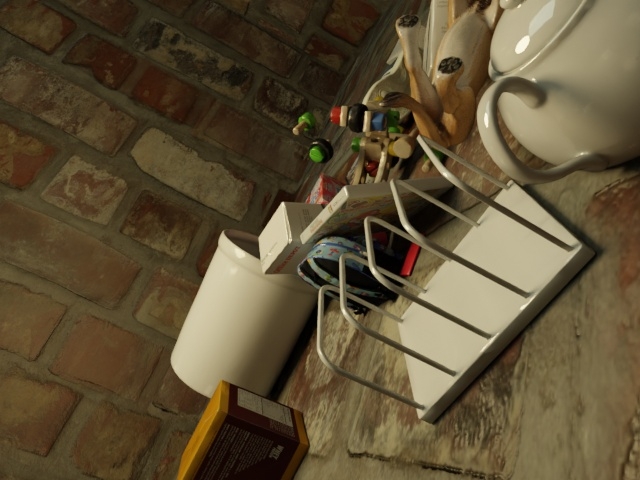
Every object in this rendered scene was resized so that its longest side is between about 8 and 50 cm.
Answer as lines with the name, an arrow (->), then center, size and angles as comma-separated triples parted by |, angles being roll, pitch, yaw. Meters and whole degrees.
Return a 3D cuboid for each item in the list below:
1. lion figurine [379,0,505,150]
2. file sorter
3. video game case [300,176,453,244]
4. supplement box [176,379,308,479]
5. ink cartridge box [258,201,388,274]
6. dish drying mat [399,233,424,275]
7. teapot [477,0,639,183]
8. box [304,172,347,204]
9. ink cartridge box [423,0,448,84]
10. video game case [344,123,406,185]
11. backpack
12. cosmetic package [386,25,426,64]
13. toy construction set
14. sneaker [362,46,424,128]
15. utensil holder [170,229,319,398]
lion figurine -> 0.207, -0.250, 0.642 | 0.392, 0.142, 0.240 | -53, -32, -17
file sorter -> 0.130, 0.040, 0.557 | 0.277, 0.173, 0.193 | -59, 12, 24
video game case -> 0.100, -0.053, 0.830 | 0.206, 0.227, 0.026 | -44, 59, 57
supplement box -> -0.157, 0.426, 0.898 | 0.191, 0.194, 0.129 | -63, 12, 3
ink cartridge box -> 0.000, 0.000, 0.996 | 0.172, 0.237, 0.100 | -48, 48, 52
dish drying mat -> 0.169, 0.027, 0.813 | 0.083, 0.008, 0.032 | -66, 13, -15
teapot -> 0.267, -0.205, 0.462 | 0.252, 0.187, 0.256 | -57, 15, 31
box -> 0.027, -0.098, 1.392 | 0.128, 0.123, 0.257 | -59, 13, 23
ink cartridge box -> 0.251, -0.447, 0.899 | 0.296, 0.066, 0.261 | -38, -49, -78
video game case -> 0.161, -0.267, 1.397 | 0.248, 0.035, 0.275 | -60, 13, 16
backpack -> 0.050, 0.052, 0.862 | 0.158, 0.173, 0.116 | -44, 23, 59
cosmetic package -> 0.309, -0.676, 1.569 | 0.099, 0.060, 0.239 | -60, 12, 9
toy construction set -> 0.158, -0.238, 0.997 | 0.309, 0.257, 0.237 | -8, 33, 44
sneaker -> 0.205, -0.413, 1.292 | 0.350, 0.131, 0.148 | -54, 5, -29
utensil holder -> -0.198, 0.211, 1.245 | 0.385, 0.328, 0.327 | -65, 12, 6
